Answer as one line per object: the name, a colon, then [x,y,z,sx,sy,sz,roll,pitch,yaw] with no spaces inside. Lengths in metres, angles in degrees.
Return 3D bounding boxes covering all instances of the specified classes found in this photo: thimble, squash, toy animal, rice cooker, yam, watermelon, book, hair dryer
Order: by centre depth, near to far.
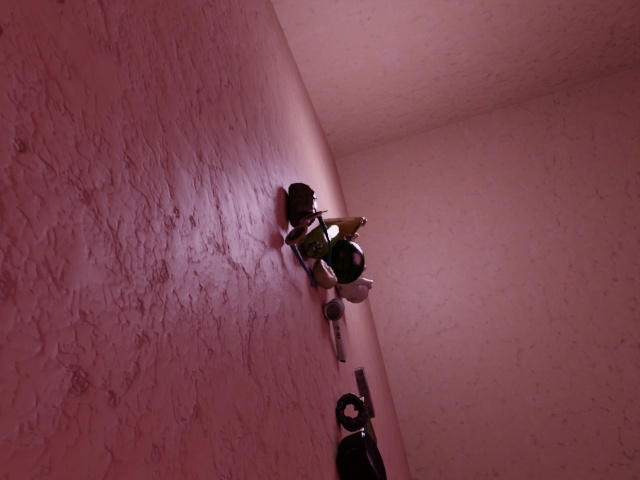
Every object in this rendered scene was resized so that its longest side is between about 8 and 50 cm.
rice cooker: [0.120,0.647,1.241,0.142,0.118,0.203,-67,140,-77]
thimble: [0.098,0.546,1.383,0.104,0.095,0.066,37,-29,36]
yam: [-0.062,-0.117,1.486,0.183,0.106,0.107,-93,165,-51]
squash: [0.000,0.000,1.637,0.395,0.107,0.107,-47,121,-74]
hair dryer: [0.072,0.341,1.651,0.131,0.073,0.237,13,65,-82]
book: [0.196,0.812,1.763,0.310,0.021,0.217,-63,136,-77]
watermelon: [0.094,0.076,1.837,0.188,0.187,0.215,36,54,-76]
toy animal: [0.169,0.216,2.116,0.193,0.178,0.128,67,9,-51]

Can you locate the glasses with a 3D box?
glasses: [-0.038,0.026,1.384,0.190,0.088,0.221,-53,146,-46]

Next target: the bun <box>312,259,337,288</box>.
bun: [0.007,0.128,1.599,0.115,0.069,0.115,51,10,-13]

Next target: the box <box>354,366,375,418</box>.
box: [0.201,0.683,1.957,0.055,0.039,0.218,34,41,-79]

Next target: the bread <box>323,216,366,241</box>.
bread: [0.115,-0.003,2.083,0.183,0.223,0.212,-39,122,-74]
